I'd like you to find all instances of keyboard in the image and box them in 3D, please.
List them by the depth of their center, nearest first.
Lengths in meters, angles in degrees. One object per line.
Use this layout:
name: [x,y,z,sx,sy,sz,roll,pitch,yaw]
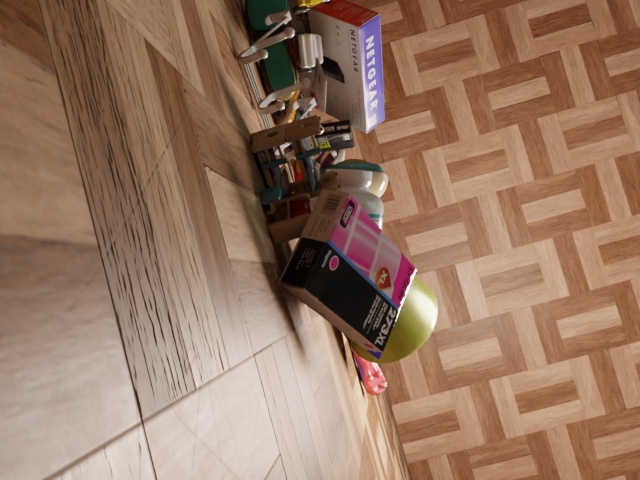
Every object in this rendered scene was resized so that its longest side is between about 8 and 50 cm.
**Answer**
keyboard: [-0.001,-0.358,1.479,0.256,0.014,0.072,-101,-162,-63]

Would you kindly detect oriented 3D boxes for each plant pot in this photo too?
plant pot: [0.127,0.138,1.728,0.293,0.275,0.275,49,20,-40]

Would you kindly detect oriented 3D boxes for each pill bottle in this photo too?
pill bottle: [0.048,-0.006,1.273,0.146,0.146,0.264,-29,123,-85]

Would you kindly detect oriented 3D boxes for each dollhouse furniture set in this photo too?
dollhouse furniture set: [-0.039,-0.109,1.118,0.183,0.129,0.129,-99,171,-58]
dollhouse furniture set: [-0.042,-0.121,1.414,0.091,0.081,0.114,-37,111,-85]

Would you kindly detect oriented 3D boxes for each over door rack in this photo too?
over door rack: [-0.066,-0.350,1.417,0.324,0.108,0.239,-76,153,-56]

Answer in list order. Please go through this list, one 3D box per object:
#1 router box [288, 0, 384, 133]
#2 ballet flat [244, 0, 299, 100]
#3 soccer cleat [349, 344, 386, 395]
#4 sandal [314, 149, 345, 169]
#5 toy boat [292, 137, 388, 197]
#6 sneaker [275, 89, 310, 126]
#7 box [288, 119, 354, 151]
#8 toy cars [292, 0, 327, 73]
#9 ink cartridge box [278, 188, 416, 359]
router box: [0.032,-0.498,1.782,0.301,0.082,0.335,33,-30,32]
ballet flat: [-0.125,-0.517,1.663,0.124,0.116,0.342,147,-70,-81]
soccer cleat: [0.133,0.361,2.018,0.095,0.083,0.248,-37,-109,63]
sandal: [0.013,-0.278,2.414,0.102,0.169,0.416,32,14,-9]
toy boat: [0.037,-0.189,1.810,0.318,0.267,0.148,17,70,-50]
sneaker: [-0.065,-0.331,1.715,0.083,0.084,0.215,36,31,-21]
box: [0.002,-0.291,1.856,0.191,0.184,0.045,40,46,-83]
toy cars: [-0.022,-0.530,1.571,0.393,0.087,0.176,89,-7,-66]
ink cartridge box: [0.077,0.079,1.152,0.371,0.069,0.176,45,64,-49]
